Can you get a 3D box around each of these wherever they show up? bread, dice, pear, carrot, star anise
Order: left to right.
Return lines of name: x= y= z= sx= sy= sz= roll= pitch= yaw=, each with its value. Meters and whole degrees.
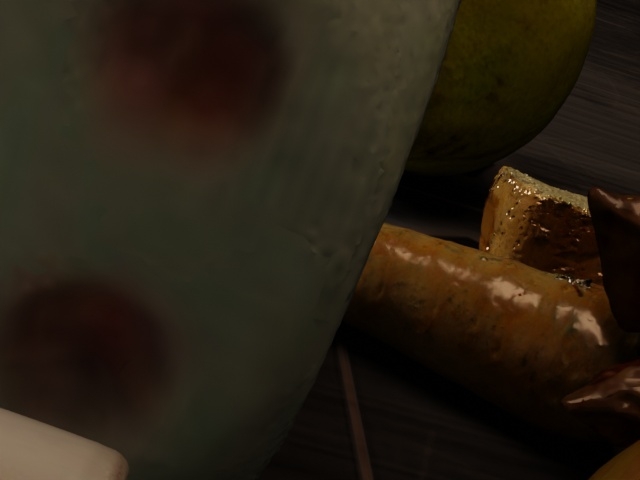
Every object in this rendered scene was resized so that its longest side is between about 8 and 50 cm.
dice: x=-0.096 y=-0.073 z=0.624 sx=0.262 sy=0.268 sz=0.264 roll=20 pitch=21 yaw=-2
carrot: x=0.024 y=0.019 z=0.794 sx=0.298 sy=0.078 sz=0.078 roll=20 pitch=21 yaw=11
pear: x=0.071 y=-0.145 z=1.033 sx=0.212 sy=0.212 sz=0.269 roll=27 pitch=41 yaw=14
bread: x=0.124 y=0.005 z=0.895 sx=0.076 sy=0.070 sz=0.083 roll=18 pitch=9 yaw=-10
star anise: x=0.173 y=0.057 z=0.687 sx=0.212 sy=0.111 sz=0.196 roll=-25 pitch=75 yaw=-41

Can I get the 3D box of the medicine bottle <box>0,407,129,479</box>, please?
medicine bottle: x=-0.226 y=0.056 z=0.383 sx=0.341 sy=0.130 sz=0.130 roll=20 pitch=21 yaw=-3

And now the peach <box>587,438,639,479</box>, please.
peach: x=0.113 y=0.142 z=0.390 sx=0.235 sy=0.214 sz=0.214 roll=-13 pitch=39 yaw=-45
